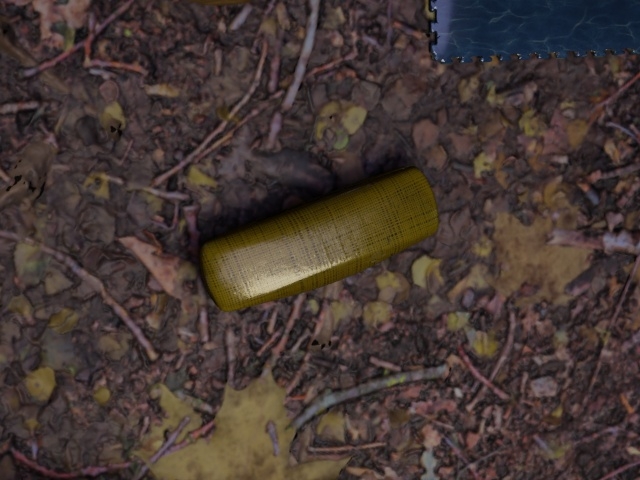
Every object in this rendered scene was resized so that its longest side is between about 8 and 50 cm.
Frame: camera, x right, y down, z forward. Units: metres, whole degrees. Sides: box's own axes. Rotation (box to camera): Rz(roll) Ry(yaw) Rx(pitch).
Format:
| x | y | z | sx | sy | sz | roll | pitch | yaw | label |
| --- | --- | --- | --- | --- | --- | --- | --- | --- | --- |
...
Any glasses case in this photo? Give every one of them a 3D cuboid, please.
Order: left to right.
| x | y | z | sx | sy | sz | roll | pitch | yaw | label |
| --- | --- | --- | --- | --- | --- | --- | --- | --- | --- |
| 0.000 | 0.000 | 1.827 | 0.234 | 0.064 | 0.079 | -21 | 103 | -15 | glasses case |

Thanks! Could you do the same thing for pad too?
| x | y | z | sx | sy | sz | roll | pitch | yaw | label |
| --- | --- | --- | --- | --- | --- | --- | --- | --- | --- |
| 0.225 | -0.306 | 1.889 | 0.270 | 0.012 | 0.269 | -6 | 100 | -19 | pad |

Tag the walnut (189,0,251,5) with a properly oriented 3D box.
| x | y | z | sx | sy | sz | roll | pitch | yaw | label |
| --- | --- | --- | --- | --- | --- | --- | --- | --- | --- |
| -0.056 | -0.343 | 1.643 | 0.313 | 0.277 | 0.252 | -41 | 97 | -21 | walnut |
